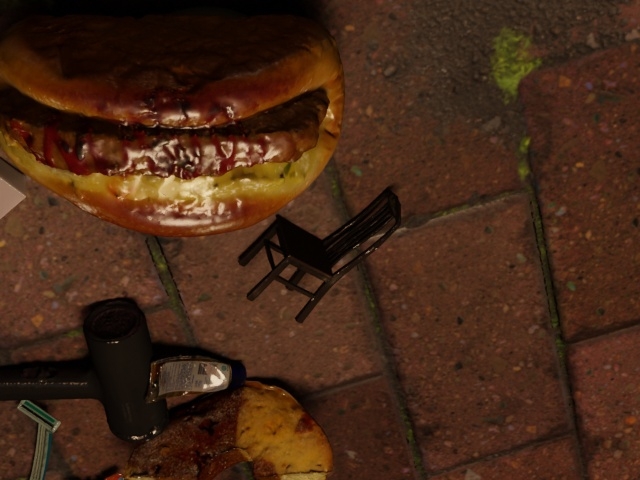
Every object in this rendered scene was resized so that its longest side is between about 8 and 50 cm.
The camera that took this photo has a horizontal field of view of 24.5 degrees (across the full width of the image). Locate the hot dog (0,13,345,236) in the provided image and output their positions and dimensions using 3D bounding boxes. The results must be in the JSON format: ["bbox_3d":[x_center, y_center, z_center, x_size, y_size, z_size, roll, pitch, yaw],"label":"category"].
[{"bbox_3d":[-0.163,-0.129,1.621,0.405,0.223,0.185,-2,129,-10],"label":"hot dog"}]

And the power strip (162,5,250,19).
[{"bbox_3d":[-0.167,-0.186,1.749,0.253,0.054,0.167,-29,125,11],"label":"power strip"}]

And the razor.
[{"bbox_3d":[-0.400,0.302,2.097,0.068,0.037,0.191,31,133,20],"label":"razor"}]

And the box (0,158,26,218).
[{"bbox_3d":[-0.450,-0.064,1.785,0.129,0.051,0.130,-38,126,18],"label":"box"}]

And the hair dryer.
[{"bbox_3d":[-0.343,0.188,1.995,0.251,0.089,0.197,-6,129,0],"label":"hair dryer"}]

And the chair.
[{"bbox_3d":[0.000,0.000,1.915,0.101,0.084,0.212,28,118,-34],"label":"chair"}]

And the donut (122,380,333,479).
[{"bbox_3d":[-0.122,0.290,2.090,0.295,0.151,0.112,-3,143,6],"label":"donut"}]

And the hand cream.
[{"bbox_3d":[-0.174,0.188,2.020,0.163,0.039,0.062,1,108,-42],"label":"hand cream"}]

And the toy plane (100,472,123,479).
[{"bbox_3d":[-0.315,0.419,2.194,0.130,0.061,0.189,-13,134,-3],"label":"toy plane"}]
